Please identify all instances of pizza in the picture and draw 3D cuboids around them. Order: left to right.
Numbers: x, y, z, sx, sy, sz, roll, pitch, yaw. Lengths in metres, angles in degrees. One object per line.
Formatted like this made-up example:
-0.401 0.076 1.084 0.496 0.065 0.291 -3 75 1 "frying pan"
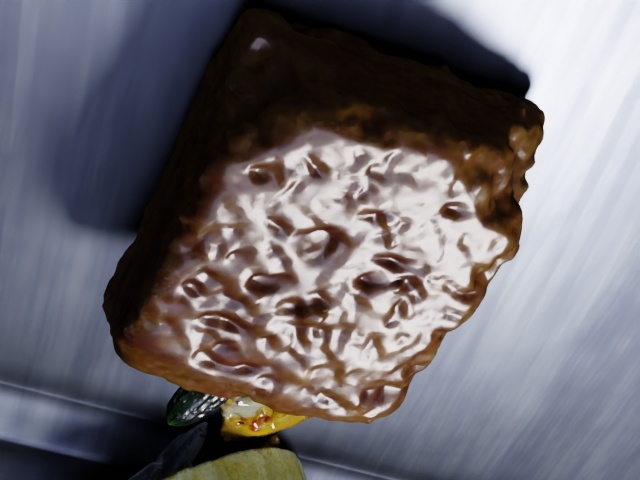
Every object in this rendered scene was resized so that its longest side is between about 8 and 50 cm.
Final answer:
-0.066 0.170 1.654 0.185 0.036 0.176 -20 133 15 "pizza"

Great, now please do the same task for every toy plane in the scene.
-0.213 0.329 1.768 0.212 0.088 0.267 10 136 -47 "toy plane"

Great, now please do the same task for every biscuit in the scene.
0.000 0.000 1.363 0.343 0.166 0.395 17 123 -17 "biscuit"

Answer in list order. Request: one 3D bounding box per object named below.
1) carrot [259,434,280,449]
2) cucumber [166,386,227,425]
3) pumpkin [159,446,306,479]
-0.091 0.299 1.786 0.036 0.035 0.165 20 129 -23 "carrot"
-0.091 0.146 1.584 0.215 0.058 0.052 -35 144 8 "cucumber"
-0.127 0.427 1.723 0.332 0.199 0.332 -25 148 -17 "pumpkin"
